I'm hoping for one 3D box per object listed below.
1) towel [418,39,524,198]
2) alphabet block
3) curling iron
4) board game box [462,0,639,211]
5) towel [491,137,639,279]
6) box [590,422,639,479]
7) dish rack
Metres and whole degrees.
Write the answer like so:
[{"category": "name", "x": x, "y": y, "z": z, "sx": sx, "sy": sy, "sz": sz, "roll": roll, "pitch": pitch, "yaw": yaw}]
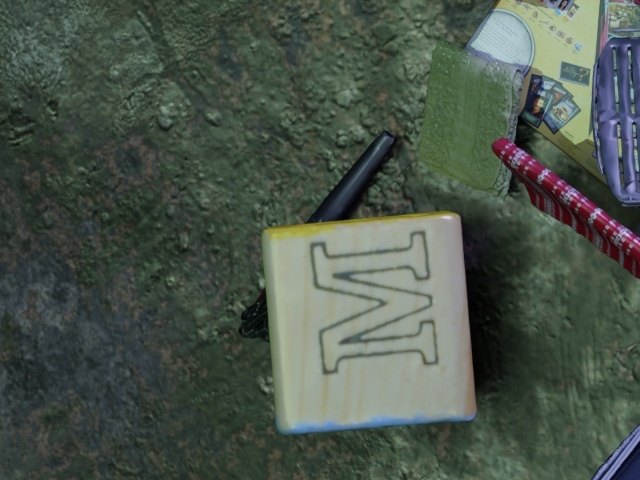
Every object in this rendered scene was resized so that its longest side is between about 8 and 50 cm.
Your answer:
[{"category": "towel", "x": 0.150, "y": -0.121, "z": 1.756, "sx": 0.110, "sy": 0.027, "sz": 0.148, "roll": 25, "pitch": 127, "yaw": 31}, {"category": "alphabet block", "x": 0.047, "y": 0.076, "z": 1.731, "sx": 0.193, "sy": 0.192, "sz": 0.197, "roll": -5, "pitch": 92, "yaw": 0}, {"category": "curling iron", "x": 0.000, "y": 0.000, "z": 1.855, "sx": 0.274, "sy": 0.035, "sz": 0.068, "roll": -55, "pitch": 35, "yaw": 14}, {"category": "board game box", "x": 0.271, "y": -0.166, "z": 1.720, "sx": 0.243, "sy": 0.042, "sz": 0.165, "roll": 41, "pitch": 108, "yaw": 18}, {"category": "towel", "x": 0.283, "y": 0.011, "z": 1.637, "sx": 0.275, "sy": 0.199, "sz": 0.031, "roll": 39, "pitch": 93, "yaw": 21}, {"category": "box", "x": 0.356, "y": 0.351, "z": 1.411, "sx": 0.297, "sy": 0.472, "sz": 0.480, "roll": 23, "pitch": 120, "yaw": 21}, {"category": "dish rack", "x": 0.381, "y": -0.123, "z": 1.581, "sx": 0.271, "sy": 0.074, "sz": 0.208, "roll": -1, "pitch": 61, "yaw": 5}]
